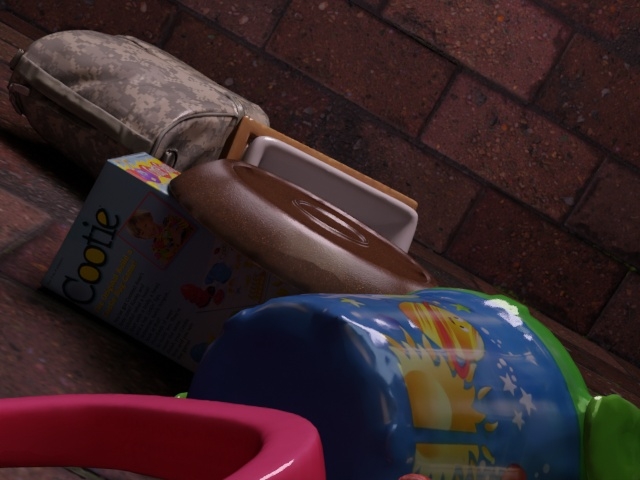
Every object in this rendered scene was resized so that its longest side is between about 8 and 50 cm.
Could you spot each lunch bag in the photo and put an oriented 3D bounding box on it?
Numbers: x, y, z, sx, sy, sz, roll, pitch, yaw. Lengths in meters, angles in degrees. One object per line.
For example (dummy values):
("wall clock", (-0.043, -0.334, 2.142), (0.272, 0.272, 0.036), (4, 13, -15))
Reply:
("lunch bag", (-0.271, -0.173, 1.309), (0.305, 0.212, 0.256), (34, 10, 22))

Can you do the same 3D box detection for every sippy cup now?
("sippy cup", (0.036, 0.132, 0.599), (0.224, 0.305, 0.240), (18, 34, -52))

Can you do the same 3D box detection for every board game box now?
("board game box", (-0.110, 0.042, 0.912), (0.275, 0.144, 0.142), (31, 9, -2))

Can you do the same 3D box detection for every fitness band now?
("fitness band", (-0.132, 0.111, 0.422), (0.209, 0.054, 0.291), (-5, 1, -45))

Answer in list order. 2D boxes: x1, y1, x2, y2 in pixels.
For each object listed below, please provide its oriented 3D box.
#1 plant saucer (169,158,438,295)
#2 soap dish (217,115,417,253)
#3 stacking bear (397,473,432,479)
("plant saucer", (0.000, 0.000, 0.885), (0.310, 0.050, 0.310), (30, 10, -6))
("soap dish", (-0.033, 0.003, 1.147), (0.291, 0.229, 0.118), (24, -5, -32))
("stacking bear", (0.088, 0.245, 0.470), (0.289, 0.175, 0.164), (32, 27, -51))
